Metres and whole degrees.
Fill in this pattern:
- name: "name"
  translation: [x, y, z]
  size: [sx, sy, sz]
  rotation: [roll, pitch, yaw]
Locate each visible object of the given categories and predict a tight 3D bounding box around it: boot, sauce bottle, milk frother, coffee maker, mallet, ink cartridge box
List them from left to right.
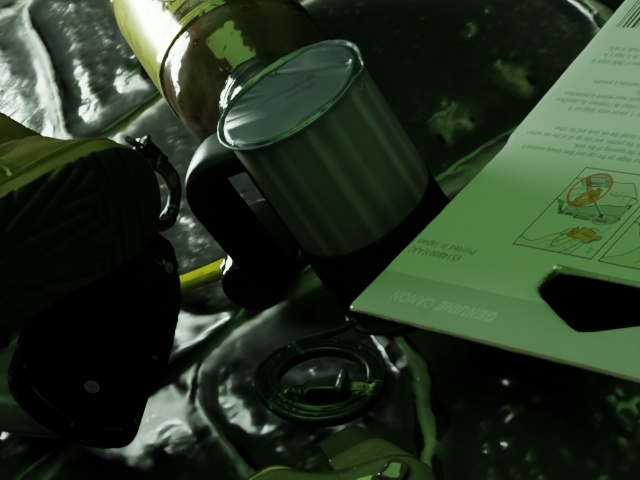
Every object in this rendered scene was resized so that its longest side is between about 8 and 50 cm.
- name: "boot"
  translation: [-0.242, -0.010, 0.956]
  size: [0.236, 0.089, 0.269]
  rotation: [-23, 26, -34]
- name: "coffee maker"
  translation: [-0.171, 0.040, 1.058]
  size: [0.178, 0.120, 0.171]
  rotation: [-6, 38, 43]
- name: "mallet"
  translation: [-0.090, 0.024, 1.084]
  size: [0.189, 0.039, 0.062]
  rotation: [-16, 35, 37]
- name: "sauce bottle"
  translation: [-0.053, -0.119, 1.179]
  size: [0.111, 0.111, 0.344]
  rotation: [-36, 30, -2]
- name: "boot"
  translation: [0.000, 0.135, 0.823]
  size: [0.118, 0.042, 0.087]
  rotation: [-41, 37, 3]
- name: "milk frother"
  translation: [0.000, 0.000, 0.922]
  size: [0.129, 0.135, 0.143]
  rotation: [-28, 30, 13]
- name: "ink cartridge box"
  translation: [0.194, -0.017, 0.819]
  size: [0.261, 0.066, 0.296]
  rotation: [-47, 31, -21]
